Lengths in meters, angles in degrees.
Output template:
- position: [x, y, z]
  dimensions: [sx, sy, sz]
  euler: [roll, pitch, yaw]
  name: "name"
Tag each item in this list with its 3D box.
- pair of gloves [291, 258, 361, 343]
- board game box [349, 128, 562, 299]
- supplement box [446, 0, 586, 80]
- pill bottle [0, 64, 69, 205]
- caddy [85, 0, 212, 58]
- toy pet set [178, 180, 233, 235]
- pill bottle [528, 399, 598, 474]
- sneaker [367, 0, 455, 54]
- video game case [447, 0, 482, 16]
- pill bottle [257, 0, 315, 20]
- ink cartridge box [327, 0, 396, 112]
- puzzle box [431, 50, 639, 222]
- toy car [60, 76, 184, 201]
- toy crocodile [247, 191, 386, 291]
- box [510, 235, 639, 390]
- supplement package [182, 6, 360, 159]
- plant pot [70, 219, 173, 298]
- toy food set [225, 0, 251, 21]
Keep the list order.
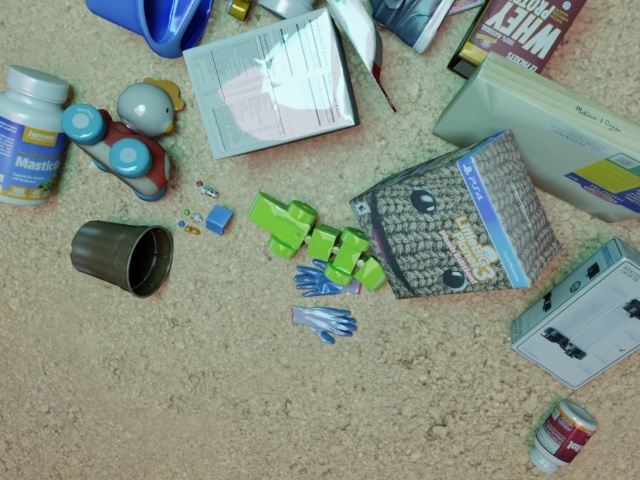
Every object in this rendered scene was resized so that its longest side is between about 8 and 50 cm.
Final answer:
- position: [0.012, 0.143, 1.086]
  dimensions: [0.160, 0.023, 0.198]
  euler: [9, 104, 6]
  name: "pair of gloves"
- position: [0.236, -0.031, 0.873]
  dimensions: [0.291, 0.141, 0.232]
  euler: [-17, 104, 52]
  name: "board game box"
- position: [0.335, -0.369, 0.823]
  dimensions: [0.129, 0.194, 0.191]
  euler: [29, 106, 0]
  name: "supplement box"
- position: [-0.636, -0.225, 1.022]
  dimensions: [0.152, 0.152, 0.271]
  euler: [25, 106, 2]
  name: "pill bottle"
- position: [-0.276, -0.514, 0.857]
  dimensions: [0.179, 0.241, 0.341]
  euler: [21, 106, 10]
  name: "caddy"
- position: [-0.260, -0.054, 1.054]
  dimensions: [0.114, 0.065, 0.122]
  euler: [27, 106, 1]
  name: "toy pet set"
- position: [0.532, 0.438, 1.048]
  dimensions: [0.086, 0.086, 0.151]
  euler: [27, 106, 1]
  name: "pill bottle"
- position: [0.181, -0.482, 0.854]
  dimensions: [0.164, 0.086, 0.226]
  euler: [32, 107, -4]
  name: "sneaker"
- position: [0.212, -0.496, 0.902]
  dimensions: [0.157, 0.019, 0.143]
  euler: [-15, 101, 11]
  name: "video game case"
- position: [-0.021, -0.520, 0.871]
  dimensions: [0.131, 0.131, 0.229]
  euler: [30, 106, 0]
  name: "pill bottle"
- position: [0.100, -0.346, 0.871]
  dimensions: [0.056, 0.181, 0.224]
  euler: [-32, 97, 18]
  name: "ink cartridge box"
- position: [0.417, -0.158, 0.827]
  dimensions: [0.409, 0.272, 0.052]
  euler: [27, 84, 0]
  name: "puzzle box"
- position: [-0.364, -0.235, 0.985]
  dimensions: [0.210, 0.219, 0.238]
  euler: [37, 77, -2]
  name: "toy car"
- position: [0.000, 0.000, 1.020]
  dimensions: [0.341, 0.105, 0.115]
  euler: [27, 106, 6]
  name: "toy crocodile"
- position: [0.539, 0.151, 0.935]
  dimensions: [0.169, 0.087, 0.289]
  euler: [33, 123, 0]
  name: "box"
- position: [-0.077, -0.284, 0.902]
  dimensions: [0.263, 0.199, 0.197]
  euler: [-12, 102, 11]
  name: "supplement package"
- position: [-0.449, 0.030, 1.060]
  dimensions: [0.165, 0.167, 0.166]
  euler: [13, 105, 12]
  name: "plant pot"
- position: [-0.148, -0.548, 0.883]
  dimensions: [0.105, 0.111, 0.232]
  euler: [23, 103, -11]
  name: "toy food set"
